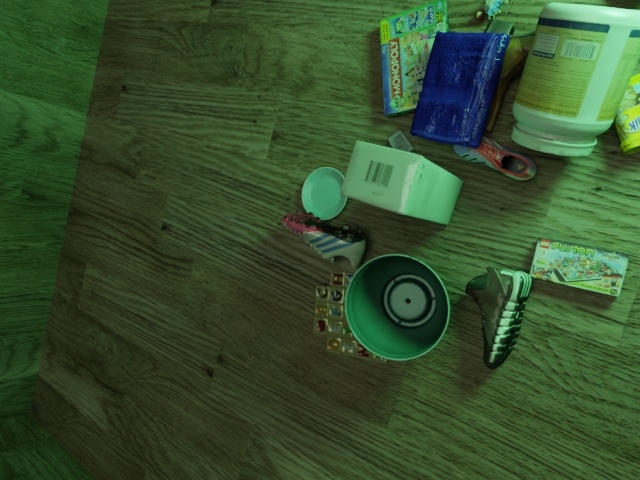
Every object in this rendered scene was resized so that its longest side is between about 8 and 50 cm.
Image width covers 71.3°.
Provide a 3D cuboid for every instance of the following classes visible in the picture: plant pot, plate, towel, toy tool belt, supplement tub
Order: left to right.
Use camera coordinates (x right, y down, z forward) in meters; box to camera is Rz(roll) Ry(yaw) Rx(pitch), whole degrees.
[{"bbox_3d":[0.017,-0.164,1.573,0.188,0.024,0.187,-1,87,32],"label":"plate"},{"bbox_3d":[0.243,0.186,1.316,0.293,0.196,0.292,-1,88,24],"label":"plant pot"},{"bbox_3d":[0.378,-0.429,1.258,0.228,0.076,0.307,23,105,39],"label":"towel"},{"bbox_3d":[0.493,-0.667,1.284,0.083,0.052,0.051,-46,59,23],"label":"toy tool belt"},{"bbox_3d":[0.600,-0.381,1.064,0.229,0.228,0.315,25,125,29],"label":"supplement tub"}]

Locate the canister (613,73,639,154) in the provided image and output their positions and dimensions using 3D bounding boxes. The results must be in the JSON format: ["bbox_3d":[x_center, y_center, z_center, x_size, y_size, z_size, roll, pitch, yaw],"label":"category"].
[{"bbox_3d":[0.781,-0.312,1.086,0.126,0.073,0.169,-18,78,30],"label":"canister"}]

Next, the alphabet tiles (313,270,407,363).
[{"bbox_3d":[0.126,0.252,1.501,0.343,0.011,0.284,4,91,31],"label":"alphabet tiles"}]

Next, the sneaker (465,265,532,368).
[{"bbox_3d":[0.473,0.204,1.256,0.163,0.107,0.281,22,99,44],"label":"sneaker"}]

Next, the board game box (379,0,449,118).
[{"bbox_3d":[0.299,-0.564,1.402,0.214,0.046,0.316,-5,86,30],"label":"board game box"}]

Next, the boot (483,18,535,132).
[{"bbox_3d":[0.523,-0.439,1.237,0.264,0.096,0.280,28,107,21],"label":"boot"}]

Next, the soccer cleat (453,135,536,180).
[{"bbox_3d":[0.482,-0.239,1.251,0.248,0.095,0.083,34,106,27],"label":"soccer cleat"}]

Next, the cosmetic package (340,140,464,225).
[{"bbox_3d":[0.239,-0.150,1.238,0.197,0.366,0.155,21,98,33],"label":"cosmetic package"}]

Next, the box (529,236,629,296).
[{"bbox_3d":[0.668,0.065,1.163,0.207,0.036,0.113,13,95,31],"label":"box"}]

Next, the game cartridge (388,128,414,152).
[{"bbox_3d":[0.258,-0.309,1.436,0.056,0.017,0.083,-37,70,21],"label":"game cartridge"}]

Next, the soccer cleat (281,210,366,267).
[{"bbox_3d":[0.000,0.000,1.521,0.332,0.116,0.143,19,120,31],"label":"soccer cleat"}]
